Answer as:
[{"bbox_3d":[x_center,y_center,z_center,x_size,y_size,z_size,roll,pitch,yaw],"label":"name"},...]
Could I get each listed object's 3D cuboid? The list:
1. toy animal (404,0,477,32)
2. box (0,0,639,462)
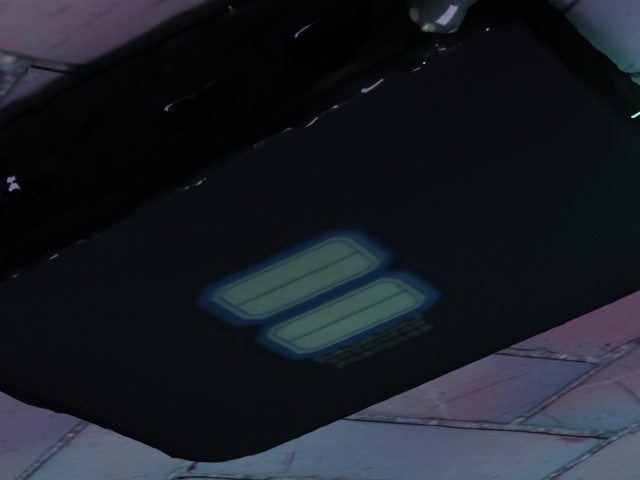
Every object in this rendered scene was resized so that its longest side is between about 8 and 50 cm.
[{"bbox_3d":[0.068,-0.147,0.719,0.270,0.082,0.137,6,146,-25],"label":"toy animal"},{"bbox_3d":[0.000,0.000,0.968,0.359,0.091,0.350,-24,152,22],"label":"box"}]
